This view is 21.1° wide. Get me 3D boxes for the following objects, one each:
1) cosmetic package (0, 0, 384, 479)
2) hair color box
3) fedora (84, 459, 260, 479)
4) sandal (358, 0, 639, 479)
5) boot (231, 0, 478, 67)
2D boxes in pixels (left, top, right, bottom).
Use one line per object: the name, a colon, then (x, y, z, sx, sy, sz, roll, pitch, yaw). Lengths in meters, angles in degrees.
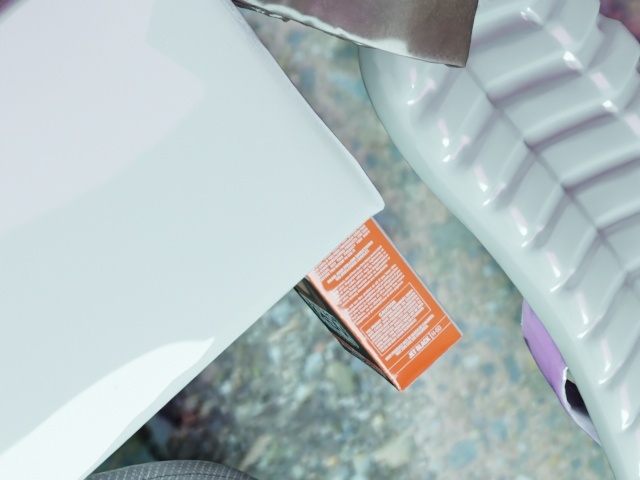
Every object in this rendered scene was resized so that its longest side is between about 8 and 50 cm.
cosmetic package: (-0.191, 0.037, 0.644, 0.385, 0.217, 0.156, -40, 116, -7)
hair color box: (0.000, 0.000, 0.795, 0.043, 0.072, 0.141, -42, 115, -8)
fedora: (-0.119, 0.201, 0.768, 0.275, 0.124, 0.243, -21, 114, -26)
sandal: (0.155, 0.025, 0.862, 0.169, 0.102, 0.416, -38, 104, -26)
boot: (-0.009, -0.188, 0.616, 0.248, 0.090, 0.207, 18, 94, -30)
